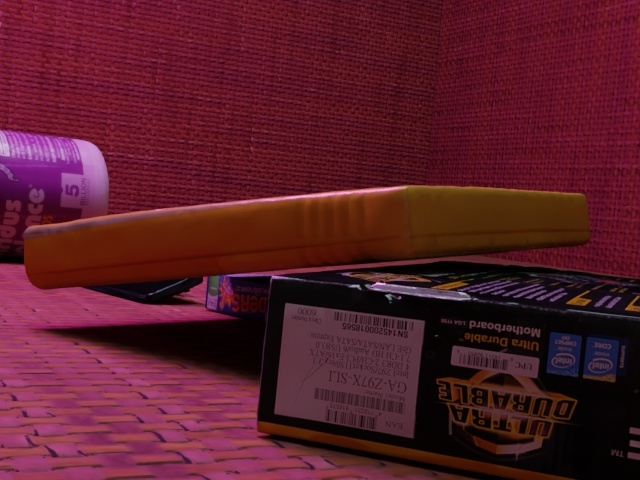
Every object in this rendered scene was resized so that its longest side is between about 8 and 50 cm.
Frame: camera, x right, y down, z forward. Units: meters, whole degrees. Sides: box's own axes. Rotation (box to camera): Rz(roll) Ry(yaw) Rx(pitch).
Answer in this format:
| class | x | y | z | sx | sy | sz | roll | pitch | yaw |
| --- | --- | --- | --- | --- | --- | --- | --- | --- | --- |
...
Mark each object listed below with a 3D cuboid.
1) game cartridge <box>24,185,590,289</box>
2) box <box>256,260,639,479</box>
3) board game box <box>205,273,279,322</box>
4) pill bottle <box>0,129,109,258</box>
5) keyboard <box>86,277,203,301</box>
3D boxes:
| class | x | y | z | sx | sy | sz | roll | pitch | yaw |
| --- | --- | --- | --- | --- | --- | --- | --- | --- | --- |
| game cartridge | 0.000 | 0.000 | 0.670 | 0.324 | 0.052 | 0.285 | -3 | 0 | 37 |
| box | 0.151 | 0.061 | 0.501 | 0.257 | 0.079 | 0.322 | 4 | 1 | 22 |
| board game box | 0.012 | 0.056 | 0.866 | 0.201 | 0.035 | 0.136 | 4 | 3 | -43 |
| pill bottle | -0.442 | -0.062 | 1.186 | 0.302 | 0.169 | 0.169 | 3 | 3 | -34 |
| keyboard | -0.183 | 0.044 | 0.950 | 0.100 | 0.038 | 0.192 | -25 | 21 | -35 |
